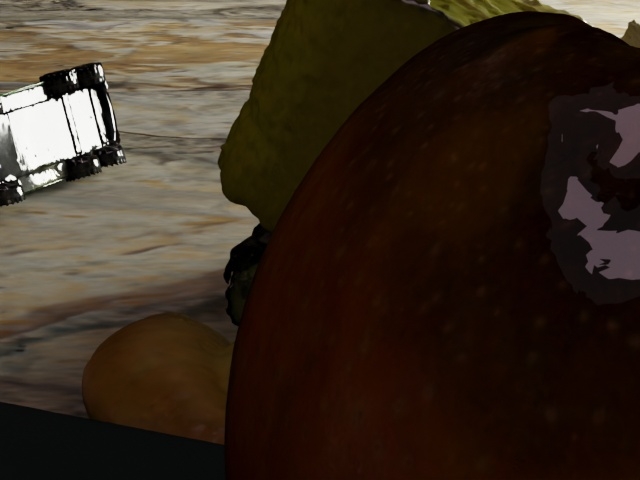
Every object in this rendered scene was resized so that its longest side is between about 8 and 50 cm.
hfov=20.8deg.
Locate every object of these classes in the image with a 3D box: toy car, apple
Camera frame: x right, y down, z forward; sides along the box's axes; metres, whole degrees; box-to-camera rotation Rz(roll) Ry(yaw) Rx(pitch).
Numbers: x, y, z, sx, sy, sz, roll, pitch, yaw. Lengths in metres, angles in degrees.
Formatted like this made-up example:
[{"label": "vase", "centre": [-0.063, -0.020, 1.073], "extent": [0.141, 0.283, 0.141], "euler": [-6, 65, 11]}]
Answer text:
[{"label": "toy car", "centre": [-0.189, -0.065, 1.109], "extent": [0.062, 0.071, 0.165], "euler": [-8, 11, 28]}, {"label": "apple", "centre": [0.084, 0.049, 0.465], "extent": [0.230, 0.230, 0.230], "euler": [0, 16, 0]}]

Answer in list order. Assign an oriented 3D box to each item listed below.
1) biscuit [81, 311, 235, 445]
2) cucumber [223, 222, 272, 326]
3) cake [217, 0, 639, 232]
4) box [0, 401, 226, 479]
[{"label": "biscuit", "centre": [0.041, 0.073, 0.680], "extent": [0.299, 0.045, 0.154], "euler": [4, 18, 13]}, {"label": "cucumber", "centre": [-0.003, 0.001, 0.901], "extent": [0.067, 0.067, 0.245], "euler": [3, 15, 7]}, {"label": "cake", "centre": [0.096, -0.041, 0.814], "extent": [0.260, 0.156, 0.179], "euler": [27, 21, 5]}, {"label": "box", "centre": [-0.109, 0.112, 0.514], "extent": [0.160, 0.050, 0.230], "euler": [9, 17, 15]}]
